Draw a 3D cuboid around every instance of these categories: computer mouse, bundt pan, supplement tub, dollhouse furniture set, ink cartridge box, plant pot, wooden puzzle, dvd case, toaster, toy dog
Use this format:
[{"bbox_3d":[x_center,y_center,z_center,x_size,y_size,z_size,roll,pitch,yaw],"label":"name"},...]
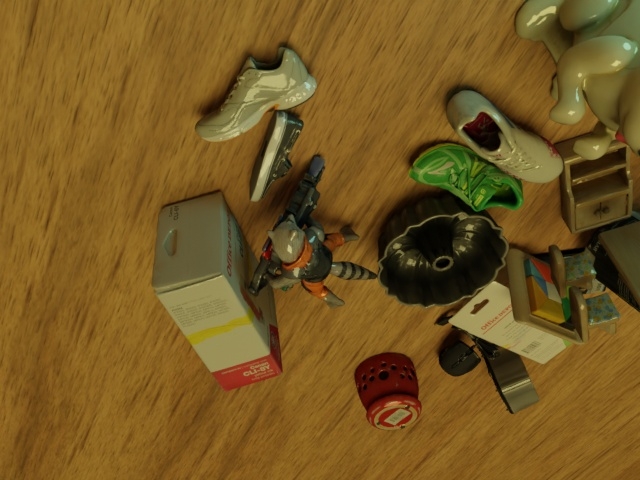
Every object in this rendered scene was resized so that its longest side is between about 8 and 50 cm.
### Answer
[{"bbox_3d":[0.387,0.320,2.044,0.184,0.060,0.262,44,149,2],"label":"computer mouse"},{"bbox_3d":[0.290,0.017,1.733,0.330,0.124,0.331,-5,133,-6],"label":"bundt pan"},{"bbox_3d":[0.844,0.087,1.730,0.207,0.338,0.207,-15,127,-20],"label":"supplement tub"},{"bbox_3d":[0.691,-0.035,1.570,0.362,0.394,0.256,-18,133,6],"label":"dollhouse furniture set"},{"bbox_3d":[0.542,0.192,1.926,0.353,0.119,0.207,24,129,-20],"label":"ink cartridge box"},{"bbox_3d":[0.208,0.464,2.110,0.191,0.174,0.191,-4,132,-5],"label":"plant pot"},{"bbox_3d":[0.594,0.142,1.812,0.238,0.221,0.044,18,144,-23],"label":"wooden puzzle"},{"bbox_3d":[0.696,0.094,1.953,0.253,0.022,0.180,-7,133,-4],"label":"dvd case"},{"bbox_3d":[0.578,0.411,2.134,0.110,0.168,0.186,-26,133,10],"label":"toaster"},{"bbox_3d":[0.613,-0.305,1.291,0.395,0.408,0.284,-25,133,13],"label":"toy dog"},{"bbox_3d":[-0.231,0.123,1.627,0.160,0.279,0.385,-17,134,7],"label":"ink cartridge box"}]

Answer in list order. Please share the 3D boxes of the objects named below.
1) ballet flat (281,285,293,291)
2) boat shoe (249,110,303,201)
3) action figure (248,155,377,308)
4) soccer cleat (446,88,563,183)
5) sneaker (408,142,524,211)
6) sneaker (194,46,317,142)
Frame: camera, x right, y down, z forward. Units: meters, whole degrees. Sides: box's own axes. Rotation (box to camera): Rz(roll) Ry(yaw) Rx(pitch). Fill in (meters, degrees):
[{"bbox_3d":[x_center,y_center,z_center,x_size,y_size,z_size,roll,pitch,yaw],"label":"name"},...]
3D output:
[{"bbox_3d":[-0.073,0.084,1.794,0.041,0.041,0.114,7,132,-17],"label":"ballet flat"},{"bbox_3d":[-0.095,-0.176,1.517,0.076,0.080,0.228,11,123,-18],"label":"boat shoe"},{"bbox_3d":[0.000,0.000,1.567,0.330,0.178,0.341,19,95,-59],"label":"action figure"},{"bbox_3d":[0.402,-0.197,1.508,0.331,0.143,0.116,30,123,-21],"label":"soccer cleat"},{"bbox_3d":[0.346,-0.140,1.594,0.295,0.123,0.109,10,130,-17],"label":"sneaker"},{"bbox_3d":[-0.146,-0.297,1.386,0.262,0.099,0.121,-27,125,5],"label":"sneaker"}]
